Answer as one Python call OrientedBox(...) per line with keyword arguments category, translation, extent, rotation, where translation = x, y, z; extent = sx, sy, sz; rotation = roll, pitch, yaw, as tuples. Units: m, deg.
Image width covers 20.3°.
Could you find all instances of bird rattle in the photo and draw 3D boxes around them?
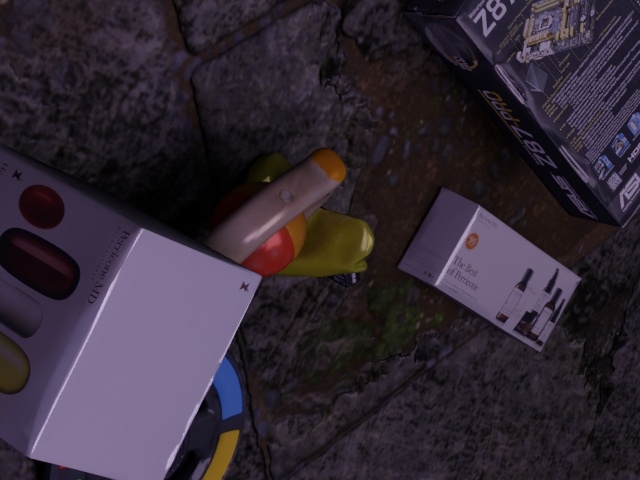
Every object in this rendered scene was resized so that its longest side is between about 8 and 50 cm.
OrientedBox(category="bird rattle", translation=(-0.074, 0.000, 1.531), extent=(0.253, 0.143, 0.207), rotation=(-28, 168, -29))

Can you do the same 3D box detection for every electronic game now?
OrientedBox(category="electronic game", translation=(-0.157, 0.187, 1.637), extent=(0.229, 0.048, 0.229), rotation=(-24, 127, -37))

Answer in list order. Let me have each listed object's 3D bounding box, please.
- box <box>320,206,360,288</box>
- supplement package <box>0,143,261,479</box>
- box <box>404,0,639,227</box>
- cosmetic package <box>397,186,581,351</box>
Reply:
OrientedBox(category="box", translation=(0.000, 0.000, 1.675), extent=(0.018, 0.083, 0.067), rotation=(-31, 130, -31))
OrientedBox(category="supplement package", translation=(-0.196, 0.059, 1.405), extent=(0.149, 0.203, 0.194), rotation=(25, 91, -50))
OrientedBox(category="box", translation=(0.307, -0.261, 1.793), extent=(0.395, 0.097, 0.318), rotation=(-52, 124, -13))
OrientedBox(category="cosmetic package", translation=(0.185, 0.035, 1.909), extent=(0.239, 0.060, 0.099), rotation=(30, 87, -50))
